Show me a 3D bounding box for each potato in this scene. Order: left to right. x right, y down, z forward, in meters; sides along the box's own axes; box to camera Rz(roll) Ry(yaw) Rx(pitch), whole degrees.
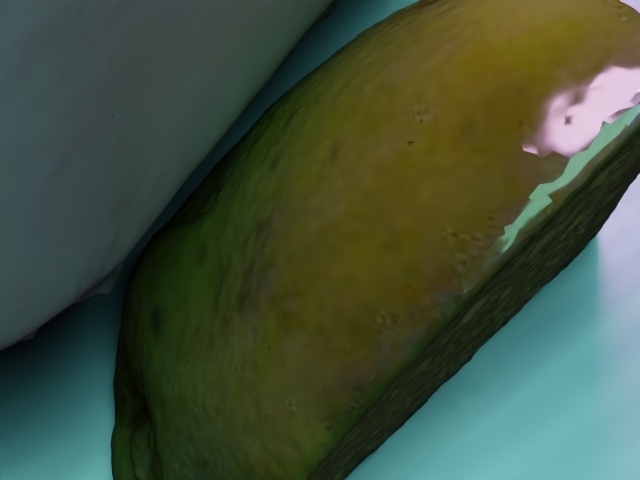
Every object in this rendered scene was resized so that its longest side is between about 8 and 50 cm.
[{"bbox_3d":[0.000,0.000,0.414,0.081,0.120,0.149,44,75,11],"label":"potato"}]

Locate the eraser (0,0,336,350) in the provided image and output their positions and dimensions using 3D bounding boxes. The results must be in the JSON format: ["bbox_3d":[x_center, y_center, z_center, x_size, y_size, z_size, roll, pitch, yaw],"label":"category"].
[{"bbox_3d":[-0.087,-0.127,0.407,0.331,0.150,0.331,1,56,-1],"label":"eraser"}]
